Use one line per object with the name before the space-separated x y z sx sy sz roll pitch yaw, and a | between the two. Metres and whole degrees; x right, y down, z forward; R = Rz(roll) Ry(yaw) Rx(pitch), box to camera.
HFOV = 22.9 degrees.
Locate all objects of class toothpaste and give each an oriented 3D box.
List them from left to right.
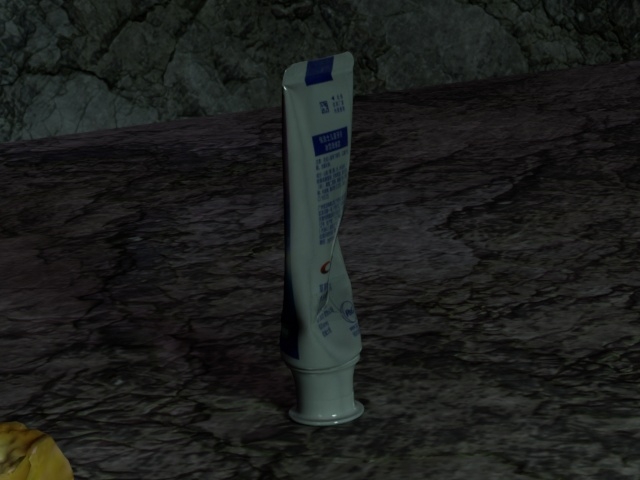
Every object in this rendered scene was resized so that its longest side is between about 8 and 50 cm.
toothpaste | 0.000 0.000 1.143 0.061 0.266 0.096 6 16 28

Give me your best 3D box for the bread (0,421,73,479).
bread | -0.249 0.191 0.600 0.340 0.179 0.194 -11 17 -1
